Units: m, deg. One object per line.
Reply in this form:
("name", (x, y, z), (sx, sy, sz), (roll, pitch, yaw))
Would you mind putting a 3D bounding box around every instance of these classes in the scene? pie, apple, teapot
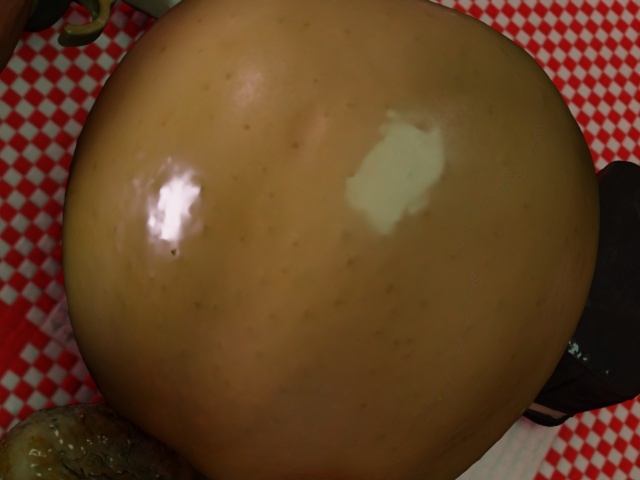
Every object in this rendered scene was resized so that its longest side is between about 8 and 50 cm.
("pie", (-0.177, 0.260, 1.299), (0.274, 0.055, 0.274), (20, 46, -22))
("apple", (0.000, 0.000, 1.293), (0.473, 0.473, 0.474), (8, 71, -24))
("teapot", (-0.249, -0.247, 1.417), (0.119, 0.130, 0.166), (-14, 62, -43))

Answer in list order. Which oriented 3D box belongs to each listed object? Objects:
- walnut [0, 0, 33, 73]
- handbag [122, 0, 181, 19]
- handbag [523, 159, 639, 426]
("walnut", (-0.420, -0.207, 1.223), (0.354, 0.308, 0.398), (33, 66, 19))
("handbag", (-0.032, -0.284, 1.549), (0.253, 0.109, 0.316), (39, 56, -15))
("handbag", (0.258, 0.054, 1.543), (0.181, 0.181, 0.254), (35, 60, -12))
